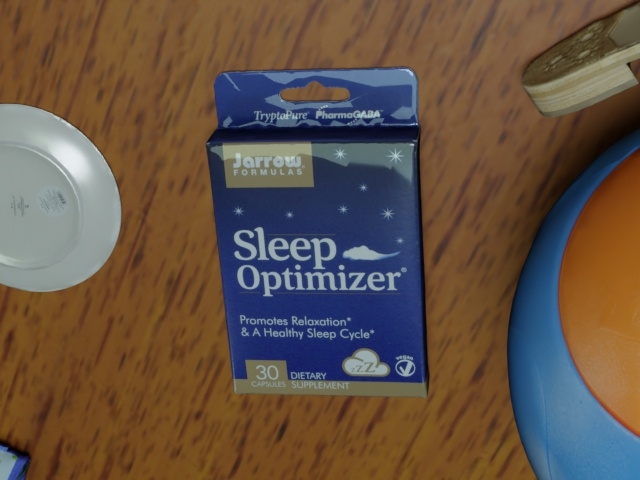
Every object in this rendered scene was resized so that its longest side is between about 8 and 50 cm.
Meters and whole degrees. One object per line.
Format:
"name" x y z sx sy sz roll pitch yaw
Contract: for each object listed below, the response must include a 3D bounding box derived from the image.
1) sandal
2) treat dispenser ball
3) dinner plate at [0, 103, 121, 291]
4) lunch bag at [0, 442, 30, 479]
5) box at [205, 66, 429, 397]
"sandal" 0.205 -0.156 0.627 0.240 0.088 0.079 -28 113 25
"treat dispenser ball" 0.244 0.063 0.608 0.288 0.288 0.288 4 115 8
"dinner plate" -0.207 -0.025 0.797 0.141 0.017 0.141 3 115 7
"lunch bag" -0.307 0.214 0.881 0.129 0.096 0.151 20 87 0
"box" 0.000 0.000 0.762 0.136 0.036 0.225 0 113 10
